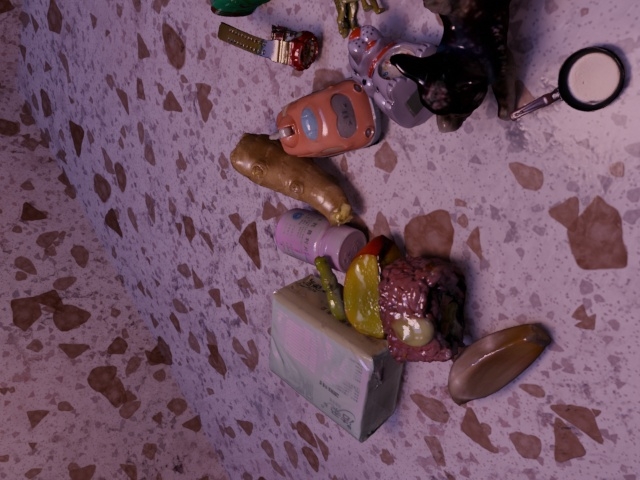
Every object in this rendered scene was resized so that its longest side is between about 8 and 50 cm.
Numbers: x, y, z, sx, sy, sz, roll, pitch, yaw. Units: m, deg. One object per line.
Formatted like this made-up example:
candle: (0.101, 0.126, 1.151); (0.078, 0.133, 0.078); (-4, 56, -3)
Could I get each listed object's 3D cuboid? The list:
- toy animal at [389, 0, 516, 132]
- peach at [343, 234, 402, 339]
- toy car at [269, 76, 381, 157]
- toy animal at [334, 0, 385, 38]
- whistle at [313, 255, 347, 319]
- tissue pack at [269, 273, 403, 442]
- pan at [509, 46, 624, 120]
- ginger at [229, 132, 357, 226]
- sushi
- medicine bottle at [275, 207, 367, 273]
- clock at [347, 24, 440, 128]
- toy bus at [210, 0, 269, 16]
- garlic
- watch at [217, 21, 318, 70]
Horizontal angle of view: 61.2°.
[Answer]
toy animal: (0.261, -0.363, 0.997); (0.194, 0.303, 0.344); (35, 130, 36)
peach: (0.146, 0.119, 1.453); (0.154, 0.159, 0.267); (-5, 92, 36)
toy car: (0.008, -0.298, 1.372); (0.270, 0.212, 0.180); (-5, 104, 48)
toy animal: (0.080, -0.578, 1.285); (0.181, 0.073, 0.136); (-16, 88, 62)
whistle: (0.039, 0.128, 1.481); (0.057, 0.104, 0.198); (-16, 113, 14)
tissue pack: (0.044, 0.340, 1.638); (0.405, 0.205, 0.331); (28, 127, 36)
pan: (0.458, -0.278, 1.017); (0.212, 0.040, 0.115); (-24, 90, 43)
ginger: (-0.073, -0.178, 1.524); (0.375, 0.236, 0.166); (38, 105, -9)
sushi: (0.253, 0.176, 1.317); (0.171, 0.236, 0.270); (1, 110, 34)
medicine bottle: (0.000, 0.000, 1.570); (0.254, 0.152, 0.152); (18, 120, 42)
clock: (0.155, -0.391, 1.221); (0.254, 0.189, 0.189); (46, 136, 34)
toy bus: (-0.216, -0.790, 1.415); (0.199, 0.183, 0.343); (-4, 105, 43)
garlic: (0.402, 0.292, 1.284); (0.318, 0.143, 0.112); (-50, 27, 43)
watch: (-0.132, -0.535, 1.449); (0.268, 0.165, 0.102); (32, 128, 31)
